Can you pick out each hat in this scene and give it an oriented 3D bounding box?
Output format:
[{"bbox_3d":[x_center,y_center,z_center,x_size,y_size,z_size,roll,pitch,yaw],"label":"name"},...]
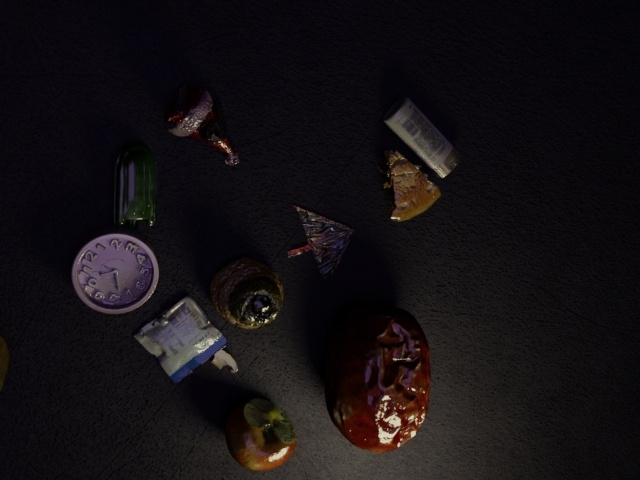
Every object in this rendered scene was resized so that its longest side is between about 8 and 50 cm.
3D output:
[{"bbox_3d":[-0.258,-0.248,1.678,0.129,0.140,0.227,-40,126,6],"label":"hat"}]

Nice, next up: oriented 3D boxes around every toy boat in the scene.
[{"bbox_3d":[-0.428,-0.123,1.686,0.104,0.052,0.210,-5,106,-33],"label":"toy boat"}]

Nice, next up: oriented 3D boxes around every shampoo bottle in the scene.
[{"bbox_3d":[0.263,-0.263,1.869,0.227,0.056,0.086,41,88,-23],"label":"shampoo bottle"}]

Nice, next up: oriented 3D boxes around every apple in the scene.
[{"bbox_3d":[-0.159,0.507,1.877,0.195,0.173,0.160,27,93,-18],"label":"apple"}]

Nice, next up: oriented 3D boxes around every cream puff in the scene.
[{"bbox_3d":[-0.171,0.145,1.778,0.183,0.169,0.183,-5,107,-17],"label":"cream puff"}]

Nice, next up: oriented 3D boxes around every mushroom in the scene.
[{"bbox_3d":[-0.253,0.304,1.875,0.101,0.019,0.049,43,86,-18],"label":"mushroom"}]

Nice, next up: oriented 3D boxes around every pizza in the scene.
[{"bbox_3d":[0.208,-0.151,1.878,0.154,0.069,0.194,-31,105,-8],"label":"pizza"}]

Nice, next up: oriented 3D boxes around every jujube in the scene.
[{"bbox_3d":[0.147,0.361,1.901,0.277,0.276,0.376,1,92,-18],"label":"jujube"}]

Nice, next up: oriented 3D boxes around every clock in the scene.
[{"bbox_3d":[-0.483,0.070,1.712,0.197,0.068,0.196,-4,106,-16],"label":"clock"}]

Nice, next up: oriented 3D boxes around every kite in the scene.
[{"bbox_3d":[0.000,0.000,1.881,0.189,0.009,0.232,-22,109,-10],"label":"kite"}]

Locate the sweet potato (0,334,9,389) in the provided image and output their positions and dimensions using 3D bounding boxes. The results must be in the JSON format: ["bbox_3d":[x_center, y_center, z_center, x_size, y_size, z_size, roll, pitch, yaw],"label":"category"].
[{"bbox_3d":[-0.815,0.377,1.660,0.131,0.130,0.422,24,101,-22],"label":"sweet potato"}]

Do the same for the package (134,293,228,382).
[{"bbox_3d":[-0.347,0.247,1.824,0.171,0.027,0.173,-38,108,-7],"label":"package"}]
